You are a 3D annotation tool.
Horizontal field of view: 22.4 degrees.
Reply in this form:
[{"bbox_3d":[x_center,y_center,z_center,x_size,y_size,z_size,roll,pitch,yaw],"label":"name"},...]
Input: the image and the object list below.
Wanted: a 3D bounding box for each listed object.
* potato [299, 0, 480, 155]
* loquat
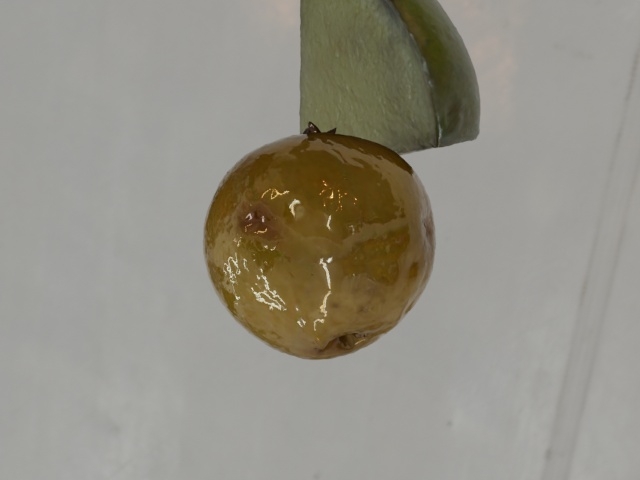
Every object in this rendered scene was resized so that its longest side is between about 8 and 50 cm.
[{"bbox_3d":[0.084,-0.149,1.566,0.255,0.112,0.269,37,137,51],"label":"potato"},{"bbox_3d":[0.000,0.000,1.433,0.208,0.208,0.208,11,116,25],"label":"loquat"}]
